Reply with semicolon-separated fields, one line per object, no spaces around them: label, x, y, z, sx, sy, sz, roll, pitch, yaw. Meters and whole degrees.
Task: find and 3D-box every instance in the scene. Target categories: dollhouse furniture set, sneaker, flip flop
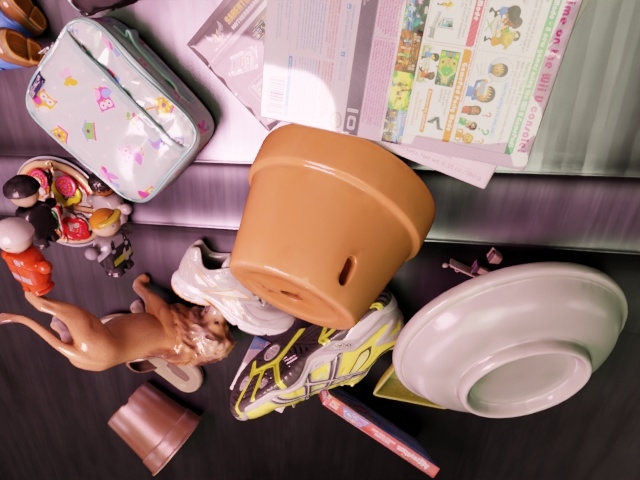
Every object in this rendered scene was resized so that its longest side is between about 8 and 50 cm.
dollhouse furniture set;0.255;0.063;0.823;0.081;0.114;0.090;26;123;3
sneaker;-0.001;0.242;0.914;0.385;0.145;0.147;-33;114;7
sneaker;-0.160;0.091;0.942;0.263;0.099;0.120;24;116;-2
flip flop;-0.393;0.267;1.094;0.277;0.080;0.112;42;118;-11

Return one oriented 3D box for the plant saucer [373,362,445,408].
plant saucer;0.222;0.247;0.943;0.189;0.045;0.188;17;122;-20

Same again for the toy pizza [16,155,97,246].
toy pizza;-0.530;-0.072;0.969;0.202;0.032;0.201;5;119;10

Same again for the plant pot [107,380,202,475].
plant pot;-0.403;0.439;1.154;0.165;0.167;0.167;42;119;-1

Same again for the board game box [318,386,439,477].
board game box;0.111;0.387;1.017;0.281;0.145;0.027;36;85;-8

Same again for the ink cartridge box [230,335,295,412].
ink cartridge box;-0.104;0.292;1.038;0.143;0.092;0.089;25;120;-3

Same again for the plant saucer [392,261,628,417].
plant saucer;0.328;0.205;0.810;0.401;0.100;0.400;-4;133;-4

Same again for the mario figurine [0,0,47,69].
mario figurine;-0.625;-0.313;0.773;0.321;0.198;0.170;-12;126;14

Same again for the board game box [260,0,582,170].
board game box;0.098;-0.222;0.513;0.304;0.097;0.223;16;120;14

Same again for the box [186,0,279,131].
box;-0.059;-0.308;0.722;0.231;0.056;0.183;-38;104;26

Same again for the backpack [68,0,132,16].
backpack;-0.297;-0.426;0.649;0.145;0.165;0.188;-14;118;17

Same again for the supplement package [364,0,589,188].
supplement package;0.198;-0.252;0.626;0.178;0.175;0.292;22;120;3

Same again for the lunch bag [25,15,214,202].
lunch bag;-0.333;-0.220;0.801;0.279;0.107;0.224;45;118;-12

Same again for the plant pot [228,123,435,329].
plant pot;0.000;0.000;0.716;0.291;0.203;0.290;22;159;9

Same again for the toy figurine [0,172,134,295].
toy figurine;-0.444;-0.029;0.847;0.210;0.213;0.148;-11;129;-14

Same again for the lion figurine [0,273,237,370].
lion figurine;-0.366;0.178;0.914;0.240;0.392;0.142;41;120;29
